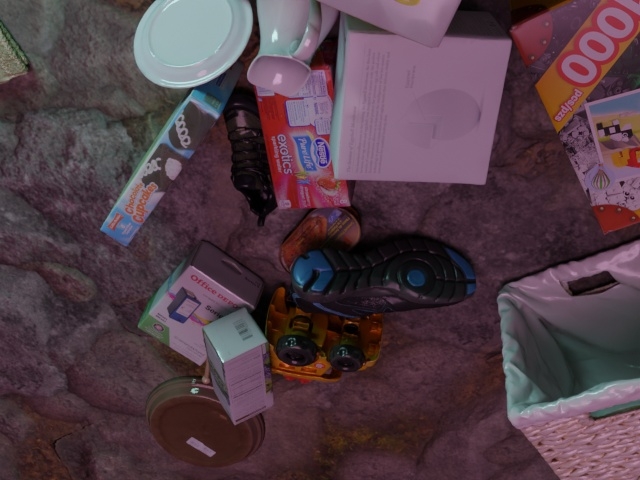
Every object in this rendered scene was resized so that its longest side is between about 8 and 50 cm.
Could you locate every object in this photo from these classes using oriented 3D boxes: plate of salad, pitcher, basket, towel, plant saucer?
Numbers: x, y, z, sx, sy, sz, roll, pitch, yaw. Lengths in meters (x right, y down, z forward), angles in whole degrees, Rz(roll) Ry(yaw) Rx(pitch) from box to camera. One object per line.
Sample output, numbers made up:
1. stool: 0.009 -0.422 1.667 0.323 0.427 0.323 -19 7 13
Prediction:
1. plate of salad: -0.195 -0.318 1.341 0.200 0.199 0.048 -6 158 15
2. pitcher: -0.025 -0.331 1.234 0.126 0.207 0.178 19 165 -22
3. basket: 0.511 0.215 1.488 0.328 0.331 0.266 -22 124 24
4. towel: -0.578 -0.335 1.480 0.110 0.027 0.148 -17 120 20
5. plant saucer: -0.264 0.419 1.944 0.278 0.041 0.277 5 126 6

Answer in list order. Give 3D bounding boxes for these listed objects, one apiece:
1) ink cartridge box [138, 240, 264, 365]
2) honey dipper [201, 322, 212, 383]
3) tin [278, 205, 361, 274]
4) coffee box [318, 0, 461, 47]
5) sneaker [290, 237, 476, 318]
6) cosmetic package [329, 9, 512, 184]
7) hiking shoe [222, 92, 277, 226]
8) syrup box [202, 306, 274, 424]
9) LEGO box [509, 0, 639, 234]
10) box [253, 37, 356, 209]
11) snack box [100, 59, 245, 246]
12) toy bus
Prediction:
1. ink cartridge box: -0.235 0.125 1.699 0.154 0.093 0.212 36 122 -15
2. honey dipper: -0.217 0.226 1.695 0.031 0.030 0.160 13 131 2
3. tin: 0.000 0.000 1.603 0.106 0.040 0.189 36 124 -10
4. coffee box: 0.067 -0.495 1.055 0.338 0.338 0.334 22 126 -4
5. sneaker: 0.112 0.076 1.590 0.341 0.125 0.139 2 151 -5
6. cosmetic package: 0.133 -0.211 1.254 0.225 0.138 0.224 1 121 -7
7. hiking shoe: -0.113 -0.139 1.476 0.086 0.114 0.226 -10 122 16
8. syrup box: -0.156 0.246 1.665 0.096 0.093 0.237 -24 144 -18
9. LEGO box: 0.564 -0.278 1.204 0.500 0.193 0.372 -22 118 24
10. box: -0.019 -0.188 1.419 0.128 0.122 0.256 -2 124 12
11. snack box: -0.248 -0.154 1.446 0.060 0.187 0.322 33 124 -14
12. toy bus: 0.000 0.212 1.696 0.220 0.149 0.211 10 139 1
